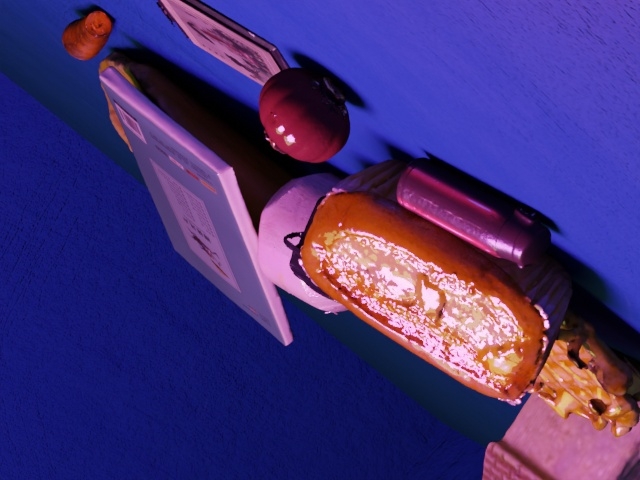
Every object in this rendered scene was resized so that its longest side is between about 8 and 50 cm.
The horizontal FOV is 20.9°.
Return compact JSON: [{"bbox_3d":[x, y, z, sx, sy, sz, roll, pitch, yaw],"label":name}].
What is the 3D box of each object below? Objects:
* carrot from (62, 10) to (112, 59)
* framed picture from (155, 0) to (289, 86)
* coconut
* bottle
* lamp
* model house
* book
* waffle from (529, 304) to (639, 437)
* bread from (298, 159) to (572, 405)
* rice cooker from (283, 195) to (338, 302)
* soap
[{"bbox_3d":[-0.300,-0.271,2.262,0.055,0.055,0.161,37,166,-13],"label":"carrot"},{"bbox_3d":[-0.099,-0.209,1.859,0.195,0.010,0.199,33,173,21],"label":"framed picture"},{"bbox_3d":[0.000,0.000,2.164,0.183,0.171,0.171,30,171,46],"label":"coconut"},{"bbox_3d":[0.152,-0.027,1.702,0.164,0.060,0.060,31,172,34],"label":"bottle"},{"bbox_3d":[-0.016,-0.124,1.713,0.101,0.090,0.101,39,-152,-26],"label":"lamp"},{"bbox_3d":[0.369,0.311,2.102,0.261,0.266,0.321,34,174,47],"label":"model house"},{"bbox_3d":[-0.159,-0.038,2.280,0.264,0.031,0.379,40,161,34],"label":"book"},{"bbox_3d":[0.238,0.106,1.935,0.280,0.060,0.262,34,160,38],"label":"waffle"},{"bbox_3d":[0.124,0.040,1.806,0.288,0.119,0.152,34,134,17],"label":"bread"},{"bbox_3d":[0.055,0.011,1.993,0.142,0.118,0.203,29,-162,37],"label":"rice cooker"},{"bbox_3d":[-0.133,-0.093,2.389,0.427,0.115,0.306,38,170,-17],"label":"soap"}]
